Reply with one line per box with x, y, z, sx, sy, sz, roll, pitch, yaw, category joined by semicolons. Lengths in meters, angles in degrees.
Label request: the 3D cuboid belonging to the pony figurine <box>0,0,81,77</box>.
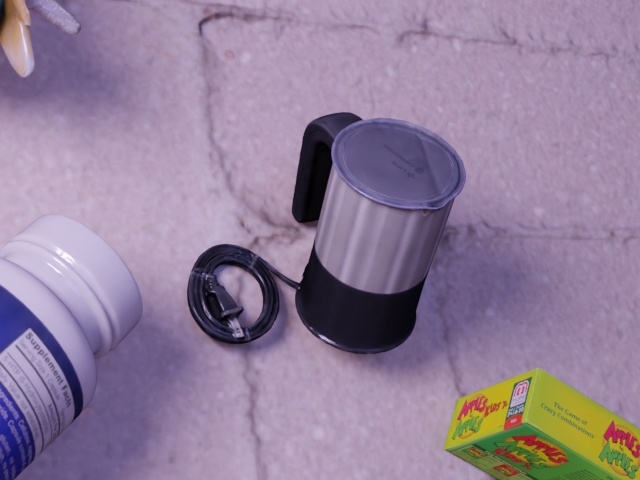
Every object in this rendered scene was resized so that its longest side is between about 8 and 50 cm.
-0.287;-0.277;0.672;0.351;0.303;0.363;9;65;-47;pony figurine

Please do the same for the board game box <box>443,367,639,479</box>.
0.187;0.158;0.890;0.181;0.092;0.043;31;57;-18;board game box

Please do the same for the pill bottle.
-0.186;0.073;0.681;0.112;0.112;0.186;48;54;-7;pill bottle

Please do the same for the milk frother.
0.000;0.000;0.810;0.129;0.134;0.143;36;47;23;milk frother
